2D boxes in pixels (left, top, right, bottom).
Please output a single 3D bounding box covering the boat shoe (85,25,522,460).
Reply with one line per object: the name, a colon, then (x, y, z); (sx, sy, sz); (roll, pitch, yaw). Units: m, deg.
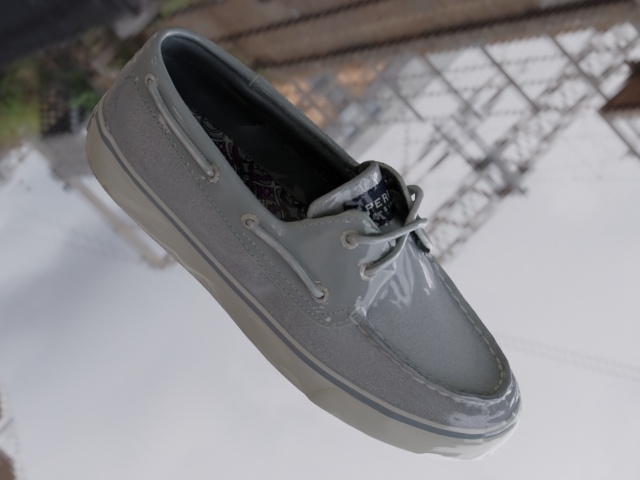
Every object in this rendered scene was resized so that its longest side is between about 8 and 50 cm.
boat shoe: (0.000, -0.001, 0.672); (0.079, 0.227, 0.081); (-44, 173, -45)
